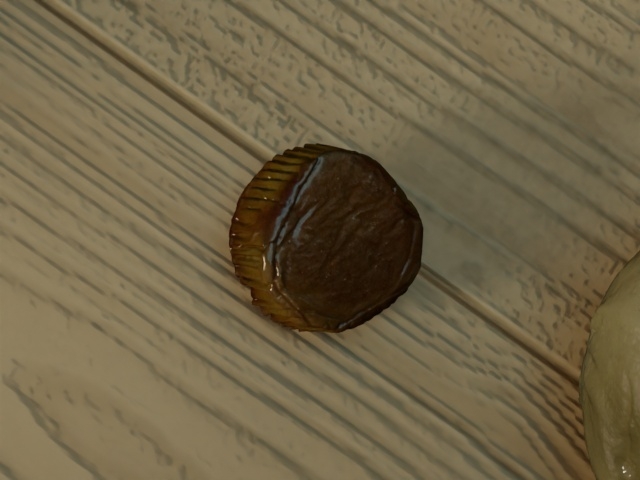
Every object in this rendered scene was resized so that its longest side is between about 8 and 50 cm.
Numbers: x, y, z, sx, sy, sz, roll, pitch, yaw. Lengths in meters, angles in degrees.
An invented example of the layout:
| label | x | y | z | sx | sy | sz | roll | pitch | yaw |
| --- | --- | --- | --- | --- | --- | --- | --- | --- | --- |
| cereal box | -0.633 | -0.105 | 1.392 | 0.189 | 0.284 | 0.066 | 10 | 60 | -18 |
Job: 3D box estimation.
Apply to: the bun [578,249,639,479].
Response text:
| label | x | y | z | sx | sy | sz | roll | pitch | yaw |
| --- | --- | --- | --- | --- | --- | --- | --- | --- | --- |
| bun | 0.175 | 0.057 | 0.663 | 0.113 | 0.167 | 0.173 | 13 | 60 | 35 |

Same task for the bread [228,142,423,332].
| label | x | y | z | sx | sy | sz | roll | pitch | yaw |
| --- | --- | --- | --- | --- | --- | --- | --- | --- | --- |
| bread | 0.000 | 0.000 | 0.671 | 0.085 | 0.053 | 0.085 | -2 | 94 | -25 |
